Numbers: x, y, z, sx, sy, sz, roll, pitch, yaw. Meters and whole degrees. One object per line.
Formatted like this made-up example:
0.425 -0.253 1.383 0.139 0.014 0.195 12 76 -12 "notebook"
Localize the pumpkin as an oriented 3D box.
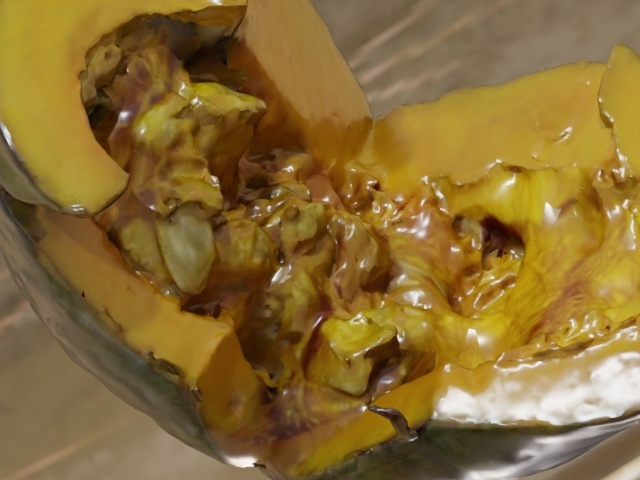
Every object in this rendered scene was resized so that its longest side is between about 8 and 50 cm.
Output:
0.000 0.000 0.485 0.183 0.119 0.108 24 -35 -6 "pumpkin"
